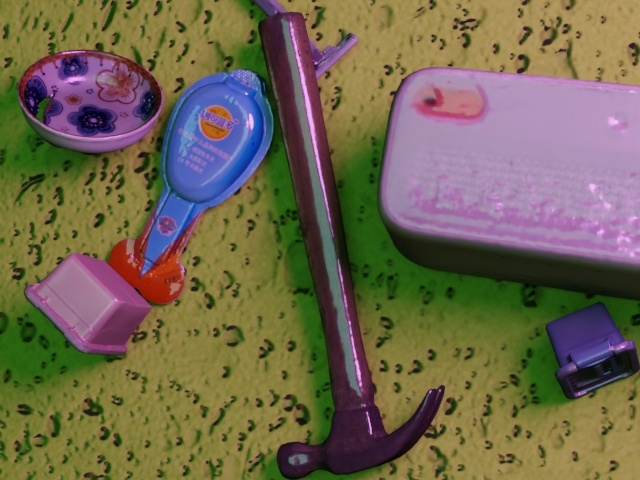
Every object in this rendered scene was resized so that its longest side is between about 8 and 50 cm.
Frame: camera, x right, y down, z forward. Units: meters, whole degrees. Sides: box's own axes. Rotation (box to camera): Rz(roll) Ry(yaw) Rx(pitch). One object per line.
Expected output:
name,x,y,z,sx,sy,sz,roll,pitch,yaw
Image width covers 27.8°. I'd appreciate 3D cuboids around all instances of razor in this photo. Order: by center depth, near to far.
razor,-0.062,-0.244,1.290,0.084,0.036,0.211,-42,79,2

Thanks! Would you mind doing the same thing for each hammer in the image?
hammer,0.000,0.000,1.223,0.168,0.044,0.440,-14,84,20

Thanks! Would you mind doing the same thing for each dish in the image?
dish,-0.231,-0.118,1.289,0.141,0.078,0.141,8,43,-7

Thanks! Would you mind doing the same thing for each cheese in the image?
cheese,-0.128,-0.056,1.282,0.106,0.037,0.256,30,97,14

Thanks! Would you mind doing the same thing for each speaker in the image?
speaker,0.254,-0.047,1.132,0.406,0.184,0.183,8,86,11

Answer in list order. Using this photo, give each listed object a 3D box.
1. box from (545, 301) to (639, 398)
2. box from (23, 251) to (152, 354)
box,0.242,0.098,1.166,0.074,0.099,0.054,-22,65,8
box,-0.218,0.060,1.240,0.089,0.122,0.062,42,93,12
